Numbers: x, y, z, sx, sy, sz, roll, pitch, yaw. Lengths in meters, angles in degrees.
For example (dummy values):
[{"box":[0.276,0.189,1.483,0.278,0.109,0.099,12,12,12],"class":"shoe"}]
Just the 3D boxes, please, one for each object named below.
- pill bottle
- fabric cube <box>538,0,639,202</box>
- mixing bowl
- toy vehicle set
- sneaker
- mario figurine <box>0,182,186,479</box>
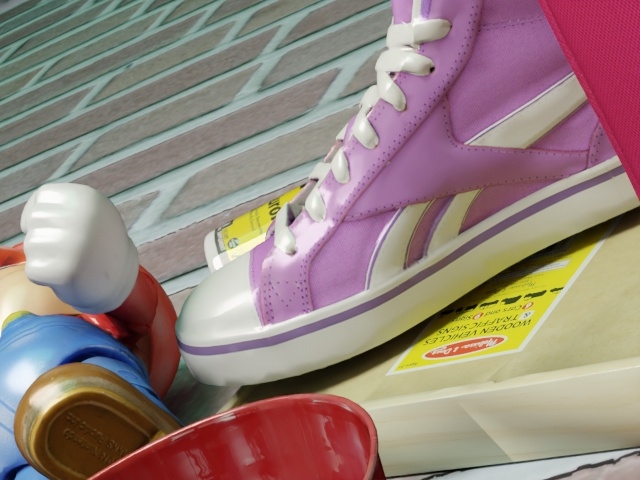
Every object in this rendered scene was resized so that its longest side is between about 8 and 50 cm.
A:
[{"box":[0.000,0.000,1.033,0.116,0.065,0.065,-26,17,8],"class":"pill bottle"},{"box":[0.244,-0.096,0.586,0.259,0.254,0.258,-36,18,-20],"class":"fabric cube"},{"box":[-0.039,0.143,0.628,0.181,0.098,0.181,-26,17,9],"class":"mixing bowl"},{"box":[0.086,0.038,0.832,0.267,0.035,0.166,-14,23,42],"class":"toy vehicle set"},{"box":[0.034,-0.055,0.848,0.282,0.161,0.102,-29,18,5],"class":"sneaker"},{"box":[-0.157,0.074,0.907,0.198,0.170,0.320,-32,18,-2],"class":"mario figurine"}]
